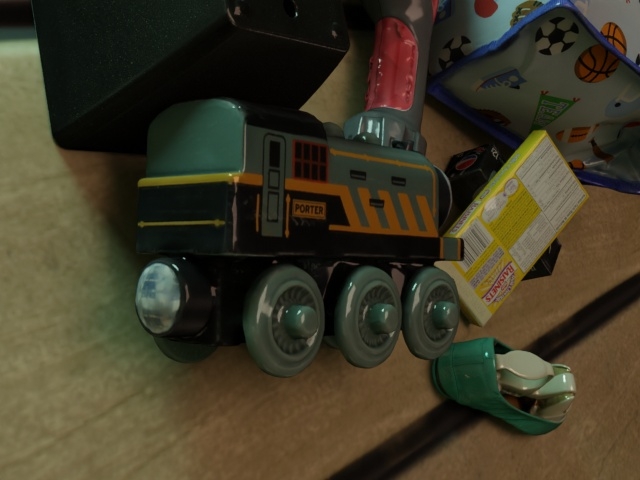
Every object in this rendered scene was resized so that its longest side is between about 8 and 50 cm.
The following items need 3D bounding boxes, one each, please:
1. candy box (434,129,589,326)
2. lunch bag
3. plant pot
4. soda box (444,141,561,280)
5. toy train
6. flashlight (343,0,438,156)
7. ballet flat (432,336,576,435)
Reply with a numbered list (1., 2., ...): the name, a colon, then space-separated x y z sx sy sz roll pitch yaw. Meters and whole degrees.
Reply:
1. candy box: 0.207 -0.015 0.983 0.206 0.027 0.105 -47 117 -16
2. lunch bag: 0.315 -0.265 1.119 0.385 0.239 0.328 23 57 -34
3. plant pot: -0.087 -0.177 0.668 0.188 0.167 0.188 -1 77 -50
4. soda box: 0.214 -0.030 1.042 0.169 0.060 0.053 51 48 -23
5. toy train: 0.000 0.000 0.696 0.334 0.142 0.190 3 89 -49
6. flashlight: 0.068 -0.188 0.911 0.103 0.103 0.304 86 13 -64
7. ballet flat: 0.223 0.159 0.959 0.247 0.087 0.083 23 59 -43
